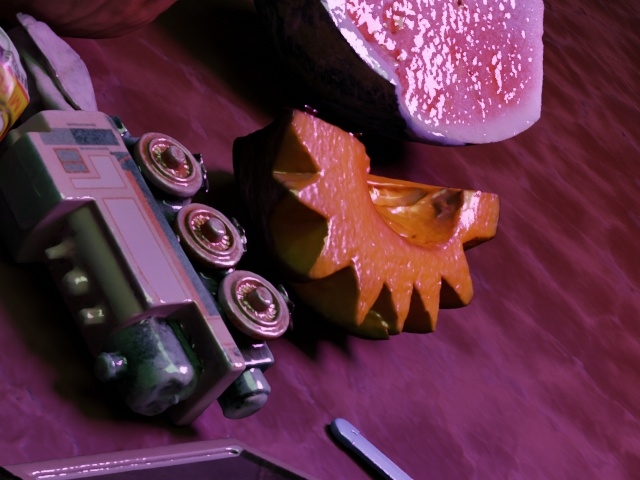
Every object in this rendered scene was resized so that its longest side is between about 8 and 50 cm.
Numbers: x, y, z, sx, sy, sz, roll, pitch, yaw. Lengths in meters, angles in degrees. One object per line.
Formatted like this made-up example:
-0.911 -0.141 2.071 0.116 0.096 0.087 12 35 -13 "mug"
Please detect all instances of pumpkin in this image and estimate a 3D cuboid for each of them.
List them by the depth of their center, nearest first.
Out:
0.000 0.000 1.074 0.254 0.149 0.130 16 78 -54 "pumpkin"

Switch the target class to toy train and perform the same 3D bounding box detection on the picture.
-0.101 0.016 0.887 0.125 0.081 0.194 -4 55 -47 "toy train"

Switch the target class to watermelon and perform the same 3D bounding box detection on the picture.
0.046 -0.188 1.323 0.305 0.180 0.224 16 21 -43 "watermelon"

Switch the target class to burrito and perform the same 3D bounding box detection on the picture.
-0.160 -0.081 0.986 0.074 0.044 0.118 47 16 -45 "burrito"

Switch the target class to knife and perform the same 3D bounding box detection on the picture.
0.042 0.142 0.978 0.096 0.010 0.027 41 24 1 "knife"

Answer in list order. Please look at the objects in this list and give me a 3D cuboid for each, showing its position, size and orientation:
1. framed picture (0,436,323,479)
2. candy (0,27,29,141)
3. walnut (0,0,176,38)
-0.001 0.152 0.736 0.260 0.023 0.189 21 10 33 "framed picture"
-0.222 -0.173 0.909 0.083 0.091 0.305 71 7 -62 "candy"
-0.160 -0.246 1.044 0.228 0.228 0.228 35 25 -19 "walnut"
